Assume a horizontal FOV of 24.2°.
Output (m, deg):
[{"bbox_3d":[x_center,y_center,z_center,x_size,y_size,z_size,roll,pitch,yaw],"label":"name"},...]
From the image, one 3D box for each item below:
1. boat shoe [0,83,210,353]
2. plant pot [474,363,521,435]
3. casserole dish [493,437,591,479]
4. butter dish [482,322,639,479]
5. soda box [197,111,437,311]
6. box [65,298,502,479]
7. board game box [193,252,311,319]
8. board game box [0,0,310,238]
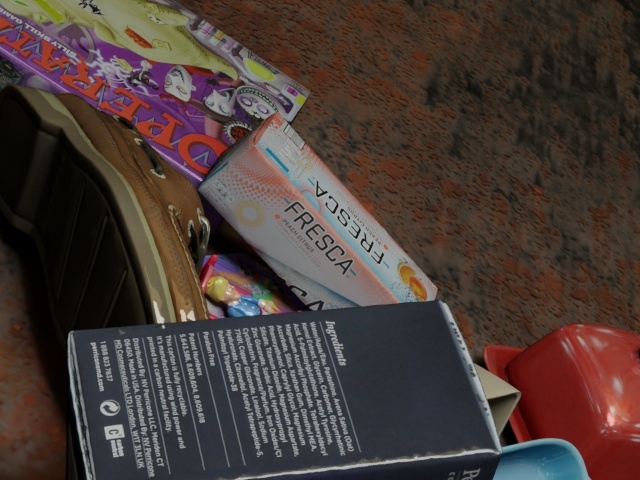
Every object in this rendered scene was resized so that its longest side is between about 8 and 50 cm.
[{"bbox_3d":[-0.117,-0.009,0.926,0.104,0.110,0.307,8,31,-33],"label":"boat shoe"},{"bbox_3d":[0.044,0.116,0.968,0.109,0.109,0.096,-3,37,-43],"label":"plant pot"},{"bbox_3d":[0.111,0.189,0.951,0.188,0.037,0.114,-4,86,-43],"label":"casserole dish"},{"bbox_3d":[0.224,0.118,1.105,0.160,0.118,0.160,13,38,-30],"label":"butter dish"},{"bbox_3d":[0.000,0.000,1.062,0.183,0.063,0.058,47,31,-12],"label":"soda box"},{"bbox_3d":[-0.027,0.125,0.785,0.207,0.153,0.108,-5,46,-14],"label":"box"},{"bbox_3d":[-0.057,0.050,1.019,0.169,0.033,0.133,-4,49,-44],"label":"board game box"},{"bbox_3d":[-0.187,-0.157,1.155,0.347,0.056,0.208,33,37,-3],"label":"board game box"}]
